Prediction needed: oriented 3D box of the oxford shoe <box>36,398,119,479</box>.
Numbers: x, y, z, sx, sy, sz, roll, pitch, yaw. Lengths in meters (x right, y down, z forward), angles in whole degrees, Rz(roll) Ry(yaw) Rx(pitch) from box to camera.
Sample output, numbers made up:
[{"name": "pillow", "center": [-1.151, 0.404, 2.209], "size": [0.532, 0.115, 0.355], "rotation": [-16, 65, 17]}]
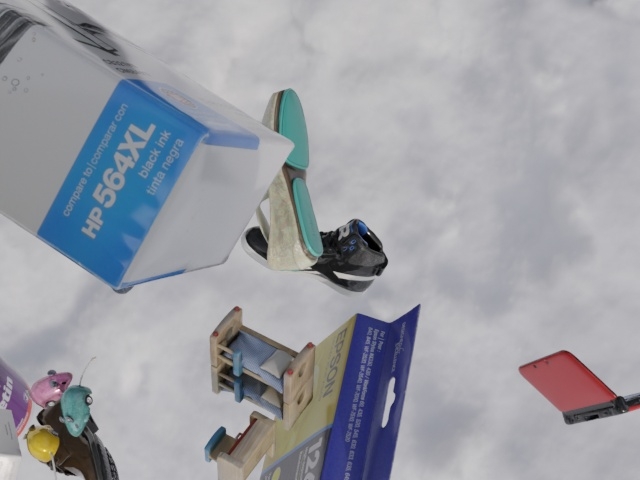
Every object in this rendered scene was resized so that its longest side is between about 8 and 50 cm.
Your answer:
[{"name": "oxford shoe", "center": [-0.362, 0.322, 1.458], "size": [0.096, 0.083, 0.227], "rotation": [-30, 41, -14]}]

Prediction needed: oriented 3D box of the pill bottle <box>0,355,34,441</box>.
[{"name": "pill bottle", "center": [-0.632, 0.250, 1.698], "size": [0.181, 0.323, 0.182], "rotation": [-4, 61, 7]}]

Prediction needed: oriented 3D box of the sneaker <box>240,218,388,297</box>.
[{"name": "sneaker", "center": [0.000, 0.000, 1.477], "size": [0.217, 0.121, 0.079], "rotation": [21, 43, -19]}]

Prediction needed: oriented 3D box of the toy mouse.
[{"name": "toy mouse", "center": [-0.330, 0.202, 1.239], "size": [0.143, 0.031, 0.161], "rotation": [-56, 43, 4]}]

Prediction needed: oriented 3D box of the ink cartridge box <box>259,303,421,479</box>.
[{"name": "ink cartridge box", "center": [0.013, 0.260, 1.398], "size": [0.072, 0.307, 0.304], "rotation": [27, 48, -14]}]

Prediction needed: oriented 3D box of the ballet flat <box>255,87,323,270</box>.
[{"name": "ballet flat", "center": [-0.038, -0.054, 0.863], "size": [0.052, 0.057, 0.168], "rotation": [-16, 70, 24]}]

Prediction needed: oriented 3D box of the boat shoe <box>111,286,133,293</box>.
[{"name": "boat shoe", "center": [-0.288, -0.025, 1.453], "size": [0.095, 0.079, 0.254], "rotation": [-18, 38, 4]}]

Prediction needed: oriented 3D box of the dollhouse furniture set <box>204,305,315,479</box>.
[{"name": "dollhouse furniture set", "center": [-0.107, 0.208, 1.297], "size": [0.129, 0.129, 0.184], "rotation": [24, 49, 19]}]

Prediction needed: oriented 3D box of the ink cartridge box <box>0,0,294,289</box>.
[{"name": "ink cartridge box", "center": [-0.133, -0.069, 0.500], "size": [0.203, 0.148, 0.086], "rotation": [33, 101, 9]}]

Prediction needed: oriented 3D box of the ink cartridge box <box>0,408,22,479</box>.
[{"name": "ink cartridge box", "center": [-0.584, 0.345, 1.457], "size": [0.232, 0.171, 0.168], "rotation": [12, 11, -25]}]

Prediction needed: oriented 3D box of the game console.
[{"name": "game console", "center": [0.318, 0.160, 1.131], "size": [0.124, 0.144, 0.085], "rotation": [-14, 78, -15]}]
